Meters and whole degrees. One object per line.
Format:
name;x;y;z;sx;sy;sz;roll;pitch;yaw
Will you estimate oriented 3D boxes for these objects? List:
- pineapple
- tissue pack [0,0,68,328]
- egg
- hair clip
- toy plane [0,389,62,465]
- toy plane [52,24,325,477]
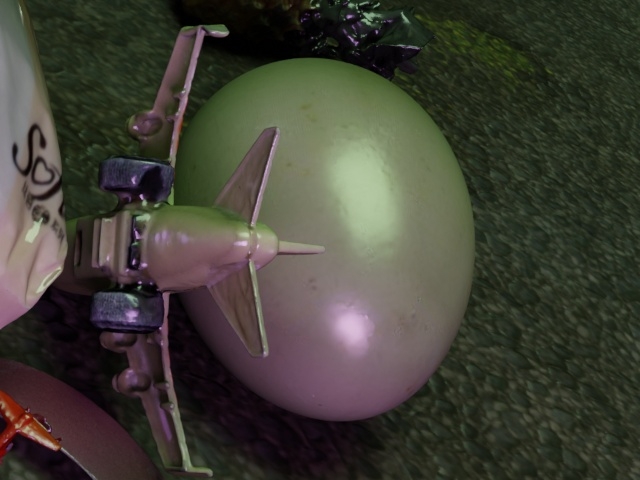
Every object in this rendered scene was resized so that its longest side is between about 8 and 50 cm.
pineapple;-0.006;-0.197;1.584;0.237;0.111;0.119;19;58;-35
tissue pack;-0.281;-0.154;0.971;0.375;0.195;0.390;62;1;-45
egg;0.000;0.000;1.137;0.188;0.188;0.254;17;38;-26
hair clip;-0.136;0.103;0.998;0.137;0.022;0.054;35;26;9
toy plane;-0.196;0.122;0.829;0.126;0.077;0.194;32;29;-13
toy plane;-0.096;0.006;1.034;0.104;0.242;0.256;5;-5;-42
